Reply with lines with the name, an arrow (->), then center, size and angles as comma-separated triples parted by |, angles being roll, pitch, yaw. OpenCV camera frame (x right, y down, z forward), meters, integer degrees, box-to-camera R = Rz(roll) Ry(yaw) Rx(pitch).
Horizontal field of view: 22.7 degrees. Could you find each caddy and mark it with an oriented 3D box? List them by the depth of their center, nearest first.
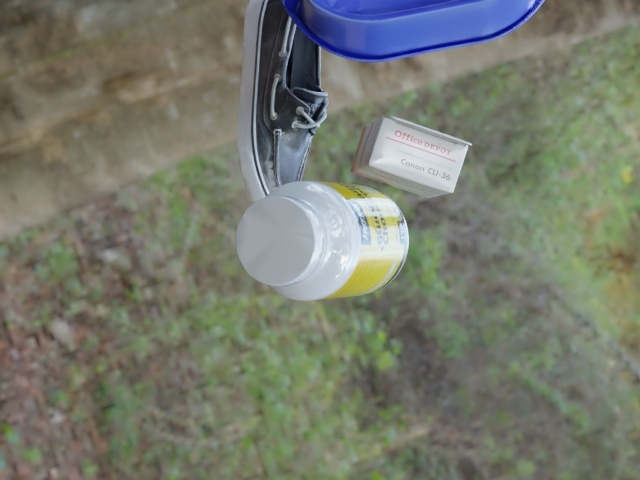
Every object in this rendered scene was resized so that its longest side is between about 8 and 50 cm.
caddy -> 0.112, -0.343, 1.859 | 0.179, 0.341, 0.241 | 57, 23, -81

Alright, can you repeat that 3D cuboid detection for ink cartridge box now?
ink cartridge box -> 0.112, -0.104, 2.009 | 0.198, 0.115, 0.067 | 166, -58, -83

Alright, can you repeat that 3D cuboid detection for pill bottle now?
pill bottle -> 0.000, 0.000, 1.387 | 0.184, 0.103, 0.103 | -2, 72, -66

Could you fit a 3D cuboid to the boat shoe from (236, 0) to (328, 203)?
boat shoe -> -0.040, -0.183, 2.140 | 0.108, 0.102, 0.301 | 0, 92, -55
